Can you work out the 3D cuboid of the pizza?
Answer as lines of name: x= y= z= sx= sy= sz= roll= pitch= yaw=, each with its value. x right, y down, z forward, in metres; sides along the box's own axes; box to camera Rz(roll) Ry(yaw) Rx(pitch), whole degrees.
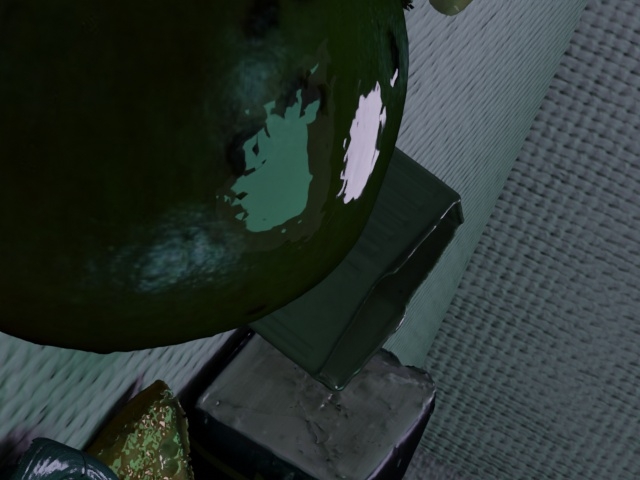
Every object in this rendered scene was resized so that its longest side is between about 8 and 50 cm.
pizza: x=-0.210 y=0.259 z=1.550 sx=0.204 sy=0.080 sz=0.188 roll=-41 pitch=136 yaw=-36

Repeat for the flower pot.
flower pot: x=0.000 y=0.000 z=1.465 sx=0.239 sy=0.189 sz=0.209 roll=-60 pitch=166 yaw=27

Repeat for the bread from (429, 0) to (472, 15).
bread: x=0.179 y=-0.357 z=1.778 sx=0.139 sy=0.060 sz=0.178 roll=-51 pitch=165 yaw=-46

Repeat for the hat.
hat: x=-0.243 y=0.232 z=1.318 sx=0.191 sy=0.078 sz=0.138 roll=30 pitch=80 yaw=-61

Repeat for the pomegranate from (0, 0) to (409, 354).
pomegranate: x=-0.078 y=-0.112 z=0.699 sx=0.291 sy=0.290 sz=0.323 roll=32 pitch=78 yaw=-79

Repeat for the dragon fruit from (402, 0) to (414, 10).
dragon fruit: x=0.078 y=-0.281 z=1.421 sx=0.122 sy=0.092 sz=0.192 roll=-41 pitch=158 yaw=-60

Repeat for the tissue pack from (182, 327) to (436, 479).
tissue pack: x=-0.057 y=0.318 z=1.911 sx=0.264 sy=0.253 sz=0.417 roll=-47 pitch=161 yaw=-52
